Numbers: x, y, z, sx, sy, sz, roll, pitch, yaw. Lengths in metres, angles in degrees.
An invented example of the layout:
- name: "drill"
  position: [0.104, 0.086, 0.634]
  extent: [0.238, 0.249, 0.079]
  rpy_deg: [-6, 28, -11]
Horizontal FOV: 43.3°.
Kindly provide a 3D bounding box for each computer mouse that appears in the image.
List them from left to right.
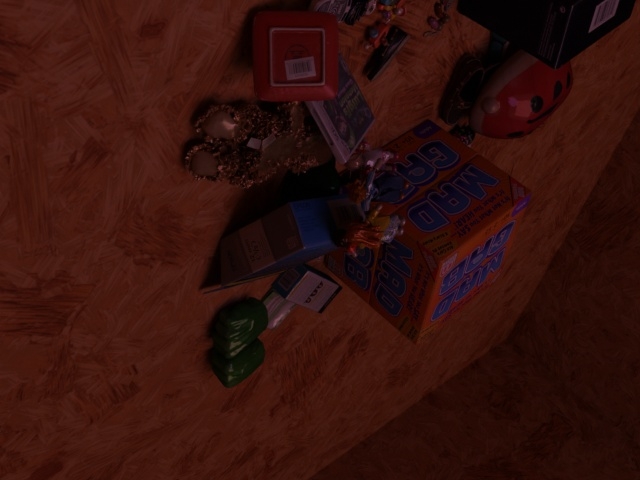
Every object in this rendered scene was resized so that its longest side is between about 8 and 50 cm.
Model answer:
- name: "computer mouse"
  position: [0.030, -0.456, 1.555]
  extent: [0.193, 0.042, 0.106]
  rpy_deg: [-27, 151, -47]

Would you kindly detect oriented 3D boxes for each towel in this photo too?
- name: "towel"
  position: [-0.128, 0.189, 2.182]
  extent: [0.113, 0.023, 0.152]
  rpy_deg: [-51, 153, 3]

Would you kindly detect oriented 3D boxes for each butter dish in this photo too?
- name: "butter dish"
  position: [-0.055, -0.340, 1.493]
  extent: [0.160, 0.118, 0.160]
  rpy_deg: [-4, 103, -15]

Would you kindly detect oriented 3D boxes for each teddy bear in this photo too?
- name: "teddy bear"
  position: [-0.120, -0.206, 1.607]
  extent: [0.338, 0.113, 0.245]
  rpy_deg: [-23, 136, -29]

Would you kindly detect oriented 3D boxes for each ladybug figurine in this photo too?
- name: "ladybug figurine"
  position: [0.567, -0.404, 2.229]
  extent: [0.449, 0.162, 0.305]
  rpy_deg: [-34, 160, -46]

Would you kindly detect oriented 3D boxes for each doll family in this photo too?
- name: "doll family"
  position: [0.111, -0.077, 1.690]
  extent: [0.163, 0.118, 0.263]
  rpy_deg: [-8, 112, -43]

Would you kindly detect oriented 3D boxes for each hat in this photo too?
- name: "hat"
  position: [0.032, -0.105, 1.856]
  extent: [0.173, 0.183, 0.208]
  rpy_deg: [-37, 151, -25]

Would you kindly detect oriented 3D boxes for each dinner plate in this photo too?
- name: "dinner plate"
  position: [0.443, -0.440, 2.192]
  extent: [0.141, 0.017, 0.141]
  rpy_deg: [-33, 167, -9]

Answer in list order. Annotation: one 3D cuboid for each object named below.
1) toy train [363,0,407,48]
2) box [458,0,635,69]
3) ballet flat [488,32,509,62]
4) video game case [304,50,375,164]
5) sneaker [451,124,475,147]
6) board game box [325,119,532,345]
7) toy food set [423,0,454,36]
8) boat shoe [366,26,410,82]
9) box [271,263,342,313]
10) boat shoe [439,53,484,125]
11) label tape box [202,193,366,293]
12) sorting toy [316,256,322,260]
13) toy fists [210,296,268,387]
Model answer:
- name: "toy train"
  position: [0.139, -0.462, 1.671]
  extent: [0.125, 0.046, 0.166]
  rpy_deg: [-53, 167, -7]
- name: "box"
  position: [0.528, -0.587, 1.848]
  extent: [0.296, 0.294, 0.183]
  rpy_deg: [-36, 148, -25]
- name: "ballet flat"
  position: [0.476, -0.537, 2.117]
  extent: [0.052, 0.057, 0.168]
  rpy_deg: [-49, 165, -23]
- name: "video game case"
  position: [0.038, -0.273, 1.633]
  extent: [0.173, 0.022, 0.190]
  rpy_deg: [60, 36, -22]
- name: "sneaker"
  position: [0.391, -0.290, 2.296]
  extent: [0.170, 0.063, 0.075]
  rpy_deg: [-24, 145, -49]
- name: "board game box"
  position: [0.270, -0.026, 2.128]
  extent: [0.356, 0.356, 0.357]
  rpy_deg: [-34, 150, -29]
- name: "toy food set"
  position: [0.282, -0.525, 1.864]
  extent: [0.078, 0.019, 0.122]
  rpy_deg: [-21, 142, -43]
- name: "boat shoe"
  position: [0.144, -0.411, 1.787]
  extent: [0.133, 0.042, 0.049]
  rpy_deg: [-53, 178, 9]
- name: "box"
  position: [-0.033, 0.127, 2.201]
  extent: [0.100, 0.060, 0.244]
  rpy_deg: [-50, 153, 4]
- name: "boat shoe"
  position: [0.372, -0.384, 2.120]
  extent: [0.073, 0.073, 0.207]
  rpy_deg: [-11, 137, -24]
- name: "label tape box"
  position: [-0.093, 0.008, 1.856]
  extent: [0.347, 0.115, 0.249]
  rpy_deg: [-23, 174, 39]
- name: "sorting toy"
  position: [0.000, 0.000, 2.111]
  extent: [0.075, 0.044, 0.083]
  rpy_deg: [-36, 141, -58]
- name: "toy fists"
  position: [-0.218, 0.269, 2.076]
  extent: [0.142, 0.096, 0.279]
  rpy_deg: [-40, 152, -38]
